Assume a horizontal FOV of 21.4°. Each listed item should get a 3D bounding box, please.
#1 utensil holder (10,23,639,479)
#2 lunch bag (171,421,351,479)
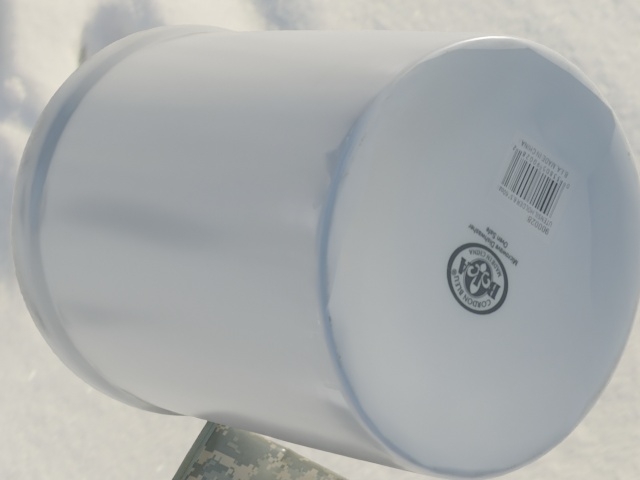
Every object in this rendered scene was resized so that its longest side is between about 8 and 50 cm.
[{"bbox_3d":[0.000,0.000,1.275,0.327,0.385,0.328,-5,98,-37],"label":"utensil holder"},{"bbox_3d":[-0.075,0.366,1.753,0.235,0.169,0.287,25,65,18],"label":"lunch bag"}]
